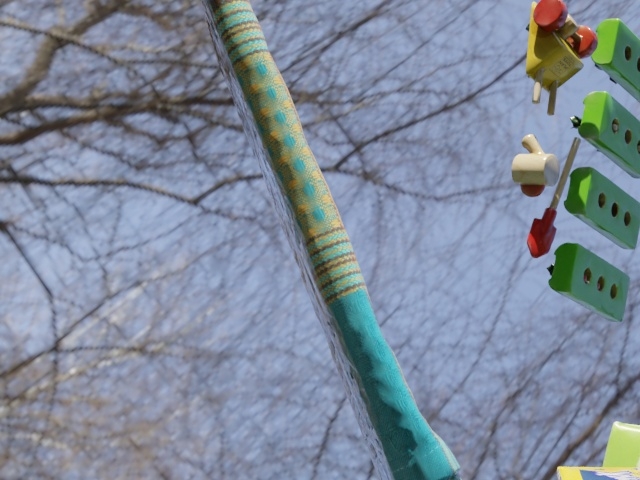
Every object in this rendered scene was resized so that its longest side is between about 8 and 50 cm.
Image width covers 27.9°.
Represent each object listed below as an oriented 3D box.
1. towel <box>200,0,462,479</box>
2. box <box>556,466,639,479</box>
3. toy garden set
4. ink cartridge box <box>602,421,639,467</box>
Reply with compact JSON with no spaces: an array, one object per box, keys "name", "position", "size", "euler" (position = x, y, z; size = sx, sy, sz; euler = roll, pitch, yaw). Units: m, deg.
[{"name":"towel","position":[0.000,0.000,0.865],"size":[0.040,0.271,0.370],"euler":[-21,-97,-4]},{"name":"box","position":[0.120,0.177,0.505],"size":[0.054,0.059,0.169],"euler":[-1,-91,7]},{"name":"toy garden set","position":[0.216,-0.074,1.107],"size":[0.049,0.204,0.244],"euler":[4,-104,39]},{"name":"ink cartridge box","position":[0.243,0.256,0.868],"size":[0.097,0.189,0.255],"euler":[9,-22,26]}]
